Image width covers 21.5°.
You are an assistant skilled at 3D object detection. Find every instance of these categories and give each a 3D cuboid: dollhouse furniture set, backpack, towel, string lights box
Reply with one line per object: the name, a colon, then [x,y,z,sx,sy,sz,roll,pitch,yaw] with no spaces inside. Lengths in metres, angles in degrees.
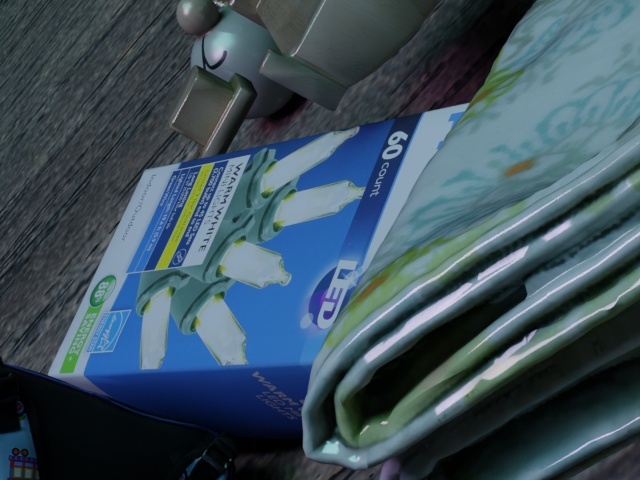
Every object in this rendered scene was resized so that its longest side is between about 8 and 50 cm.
dollhouse furniture set: [0.089,-0.134,0.798,0.356,0.173,0.303,-60,14,12]
backpack: [-0.133,0.162,0.808,0.117,0.158,0.173,-27,47,57]
towel: [0.168,-0.084,0.557,0.320,0.090,0.374,-32,13,35]
string lights box: [-0.008,0.023,0.814,0.259,0.076,0.133,-8,52,48]

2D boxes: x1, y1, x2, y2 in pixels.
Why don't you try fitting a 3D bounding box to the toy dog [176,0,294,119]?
toy dog: [-0.039,-0.253,1.137,0.220,0.161,0.334,-41,29,26]
